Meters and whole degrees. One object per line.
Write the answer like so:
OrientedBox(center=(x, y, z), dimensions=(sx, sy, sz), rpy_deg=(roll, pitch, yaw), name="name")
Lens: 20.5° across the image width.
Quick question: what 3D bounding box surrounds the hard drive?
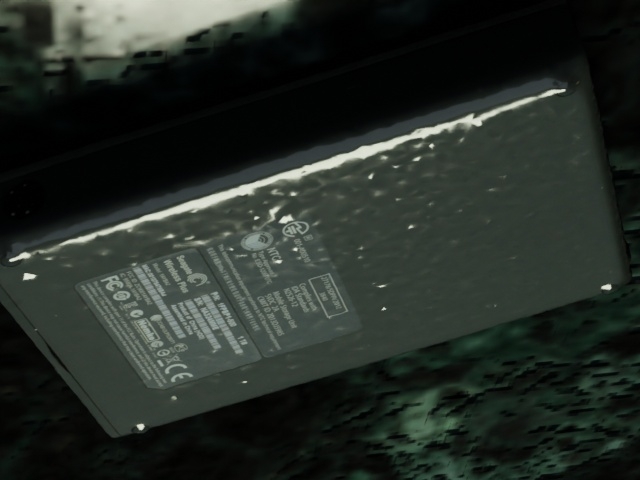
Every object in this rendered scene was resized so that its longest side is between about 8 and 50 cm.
OrientedBox(center=(0.000, 0.000, 0.402), dimensions=(0.135, 0.022, 0.094), rpy_deg=(-17, 145, 6), name="hard drive")
